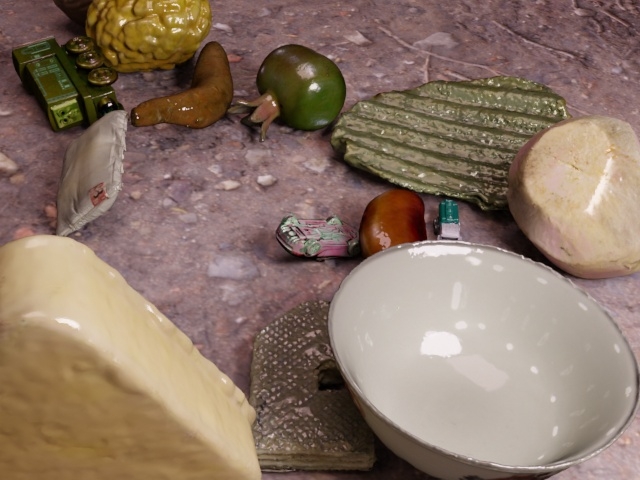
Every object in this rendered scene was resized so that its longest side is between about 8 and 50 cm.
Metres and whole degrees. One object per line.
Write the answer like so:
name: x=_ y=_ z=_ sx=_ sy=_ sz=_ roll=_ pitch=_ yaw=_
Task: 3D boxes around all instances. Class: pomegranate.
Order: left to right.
pomegranate: x=-0.055 y=-0.239 z=1.485 sx=0.191 sy=0.131 sz=0.152 roll=-41 pitch=56 yaw=-21

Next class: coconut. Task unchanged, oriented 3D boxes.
coconut: x=0.378 y=-0.054 z=1.257 sx=0.197 sy=0.237 sz=0.237 roll=-26 pitch=36 yaw=17

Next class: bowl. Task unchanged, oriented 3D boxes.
bowl: x=0.163 y=0.160 z=0.983 sx=0.337 sy=0.158 sz=0.337 roll=6 pitch=38 yaw=-5

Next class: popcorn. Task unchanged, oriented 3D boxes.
popcorn: x=-0.295 y=-0.377 z=1.586 sx=0.226 sy=0.203 sz=0.200 roll=-43 pitch=61 yaw=3

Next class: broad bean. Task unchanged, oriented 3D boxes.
broad bean: x=0.103 y=-0.003 z=1.236 sx=0.114 sy=0.084 sz=0.165 roll=21 pitch=39 yaw=-17

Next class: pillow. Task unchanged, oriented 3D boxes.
pillow: x=-0.332 y=-0.102 z=1.295 sx=0.128 sy=0.051 sz=0.229 roll=-36 pitch=36 yaw=18

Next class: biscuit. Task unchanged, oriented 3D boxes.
biscuit: x=-0.010 y=0.163 z=1.047 sx=0.147 sy=0.046 sz=0.250 roll=4 pitch=39 yaw=-2

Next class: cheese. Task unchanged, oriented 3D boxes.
cheese: x=-0.214 y=0.187 z=0.839 sx=0.383 sy=0.384 sz=0.104 roll=-4 pitch=46 yaw=-12

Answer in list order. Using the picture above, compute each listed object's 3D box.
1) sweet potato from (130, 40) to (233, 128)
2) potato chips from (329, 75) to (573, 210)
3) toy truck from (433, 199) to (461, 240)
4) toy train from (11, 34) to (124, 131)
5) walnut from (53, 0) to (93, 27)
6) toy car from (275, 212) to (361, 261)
sweet potato: x=-0.205 y=-0.239 z=1.473 sx=0.108 sy=0.079 sz=0.346 roll=30 pitch=34 yaw=-1
potato chips: x=0.234 y=-0.172 z=1.476 sx=0.429 sy=0.070 sz=0.358 roll=11 pitch=41 yaw=6
toy truck: x=0.188 y=-0.021 z=1.302 sx=0.039 sy=0.044 sz=0.083 roll=4 pitch=39 yaw=2
toy train: x=-0.422 y=-0.264 z=1.491 sx=0.137 sy=0.090 sz=0.225 roll=-21 pitch=46 yaw=-20
walnut: x=-0.400 y=-0.487 z=1.709 sx=0.230 sy=0.178 sz=0.178 roll=-15 pitch=42 yaw=-8
toy car: x=0.000 y=0.000 z=1.242 sx=0.142 sy=0.055 sz=0.069 roll=0 pitch=35 yaw=-44
